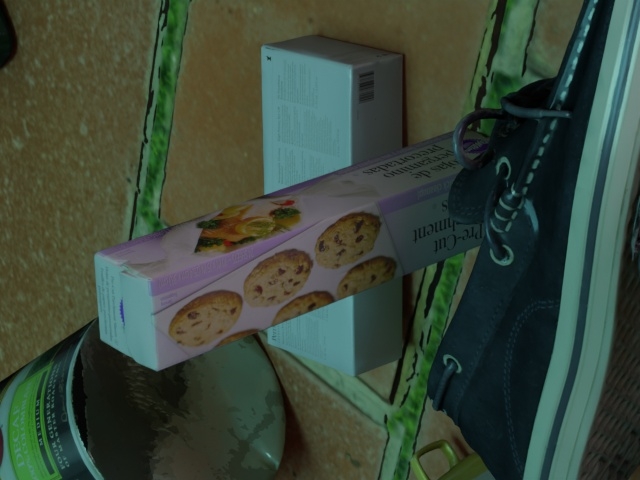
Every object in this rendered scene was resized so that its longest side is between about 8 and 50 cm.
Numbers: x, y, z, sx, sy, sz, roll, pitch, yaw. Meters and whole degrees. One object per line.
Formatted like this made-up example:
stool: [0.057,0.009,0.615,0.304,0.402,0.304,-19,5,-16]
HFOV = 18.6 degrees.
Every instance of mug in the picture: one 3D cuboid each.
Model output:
mug: [0.101,0.196,1.464,0.078,0.064,0.062,30,128,38]

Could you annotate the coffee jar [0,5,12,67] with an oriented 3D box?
coffee jar: [-0.373,-0.177,1.741,0.079,0.184,0.096,-27,87,51]

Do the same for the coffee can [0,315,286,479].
coffee can: [-0.185,0.179,1.676,0.275,0.201,0.201,-32,82,50]

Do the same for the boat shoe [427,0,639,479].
boat shoe: [0.163,-0.039,1.199,0.156,0.187,0.500,33,135,28]

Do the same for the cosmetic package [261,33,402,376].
cosmetic package: [0.010,-0.028,1.463,0.099,0.060,0.239,18,116,41]

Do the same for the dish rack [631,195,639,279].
dish rack: [0.308,-0.005,1.036,0.271,0.074,0.208,13,123,2]

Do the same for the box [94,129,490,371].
box: [0.000,0.000,1.285,0.063,0.324,0.067,24,123,44]
